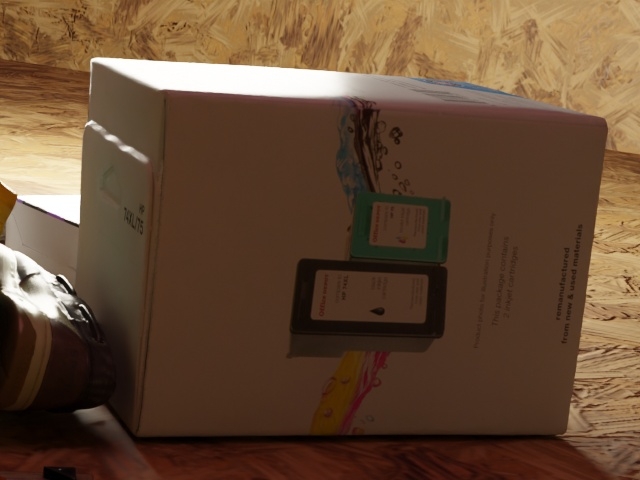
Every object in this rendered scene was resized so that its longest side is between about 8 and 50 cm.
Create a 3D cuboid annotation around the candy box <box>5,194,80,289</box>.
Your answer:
[{"bbox_3d":[-0.120,0.010,1.272,0.196,0.070,0.165,-2,12,-34],"label":"candy box"}]

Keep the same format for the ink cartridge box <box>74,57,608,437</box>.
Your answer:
[{"bbox_3d":[0.000,0.000,1.015,0.270,0.197,0.198,2,11,-20],"label":"ink cartridge box"}]

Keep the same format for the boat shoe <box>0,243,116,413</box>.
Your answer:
[{"bbox_3d":[-0.168,0.058,0.969,0.073,0.080,0.223,21,3,-19],"label":"boat shoe"}]

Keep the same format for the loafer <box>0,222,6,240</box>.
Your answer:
[{"bbox_3d":[-0.234,-0.014,1.443,0.125,0.045,0.039,8,3,29],"label":"loafer"}]

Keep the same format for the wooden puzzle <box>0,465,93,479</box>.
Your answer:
[{"bbox_3d":[-0.138,0.119,0.781,0.116,0.014,0.078,2,10,-18],"label":"wooden puzzle"}]

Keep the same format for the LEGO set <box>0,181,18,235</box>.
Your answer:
[{"bbox_3d":[-0.248,0.017,0.979,0.087,0.227,0.093,37,25,-26],"label":"LEGO set"}]
